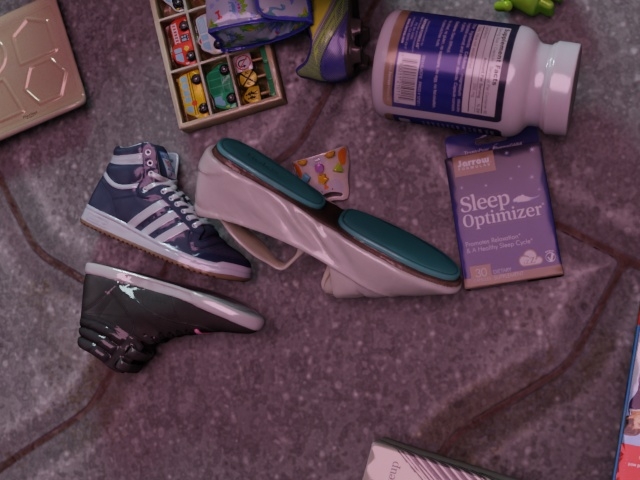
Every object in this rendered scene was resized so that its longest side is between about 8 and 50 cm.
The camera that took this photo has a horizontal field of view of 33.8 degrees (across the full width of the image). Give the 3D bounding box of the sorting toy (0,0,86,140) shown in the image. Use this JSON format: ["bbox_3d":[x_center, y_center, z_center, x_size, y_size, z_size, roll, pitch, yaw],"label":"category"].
[{"bbox_3d":[-0.476,-0.267,1.667,0.193,0.038,0.208,-21,74,10],"label":"sorting toy"}]

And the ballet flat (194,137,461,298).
[{"bbox_3d":[0.000,0.000,1.470,0.400,0.139,0.139,29,90,4],"label":"ballet flat"}]

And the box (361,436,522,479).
[{"bbox_3d":[0.191,0.354,1.397,0.275,0.094,0.113,14,87,14],"label":"box"}]

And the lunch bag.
[{"bbox_3d":[-0.088,-0.354,1.513,0.151,0.096,0.129,-8,76,9],"label":"lunch bag"}]

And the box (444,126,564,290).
[{"bbox_3d":[0.251,-0.051,1.466,0.136,0.036,0.225,-10,80,12],"label":"box"}]

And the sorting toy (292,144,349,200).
[{"bbox_3d":[0.007,-0.090,1.531,0.083,0.045,0.075,-16,99,11],"label":"sorting toy"}]

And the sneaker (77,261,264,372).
[{"bbox_3d":[-0.224,0.132,1.524,0.296,0.104,0.147,13,88,20],"label":"sneaker"}]

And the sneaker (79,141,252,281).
[{"bbox_3d":[-0.208,-0.048,1.541,0.282,0.099,0.153,22,90,18],"label":"sneaker"}]

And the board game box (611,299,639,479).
[{"bbox_3d":[0.537,0.246,1.334,0.308,0.086,0.302,10,86,14],"label":"board game box"}]

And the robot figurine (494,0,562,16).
[{"bbox_3d":[0.285,-0.360,1.479,0.115,0.067,0.101,36,94,15],"label":"robot figurine"}]

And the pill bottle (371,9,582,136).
[{"bbox_3d":[0.213,-0.223,1.435,0.264,0.153,0.153,11,86,14],"label":"pill bottle"}]

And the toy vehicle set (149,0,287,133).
[{"bbox_3d":[-0.160,-0.311,1.594,0.166,0.035,0.267,-16,80,11],"label":"toy vehicle set"}]

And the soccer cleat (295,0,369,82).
[{"bbox_3d":[0.006,-0.371,1.535,0.121,0.093,0.289,-3,83,15],"label":"soccer cleat"}]
